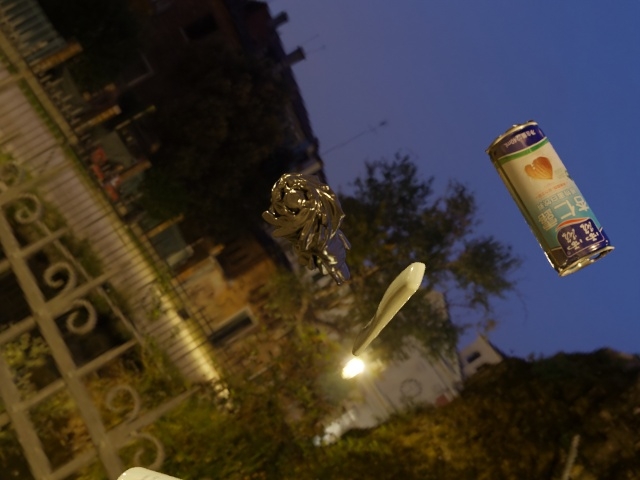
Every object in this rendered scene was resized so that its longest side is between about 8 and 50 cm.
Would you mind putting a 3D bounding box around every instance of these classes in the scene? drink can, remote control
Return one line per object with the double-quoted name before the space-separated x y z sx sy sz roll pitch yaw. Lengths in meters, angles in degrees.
"drink can" 0.356 -0.066 1.243 0.097 0.097 0.235 84 -19 -72
"remote control" 0.087 0.095 1.086 0.027 0.050 0.184 30 -46 -3

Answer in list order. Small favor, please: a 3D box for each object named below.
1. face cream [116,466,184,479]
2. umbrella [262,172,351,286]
"face cream" -0.130 0.368 1.015 0.311 0.092 0.092 5 -41 30
"umbrella" 0.000 0.000 1.255 0.118 0.118 0.340 54 -2 27
